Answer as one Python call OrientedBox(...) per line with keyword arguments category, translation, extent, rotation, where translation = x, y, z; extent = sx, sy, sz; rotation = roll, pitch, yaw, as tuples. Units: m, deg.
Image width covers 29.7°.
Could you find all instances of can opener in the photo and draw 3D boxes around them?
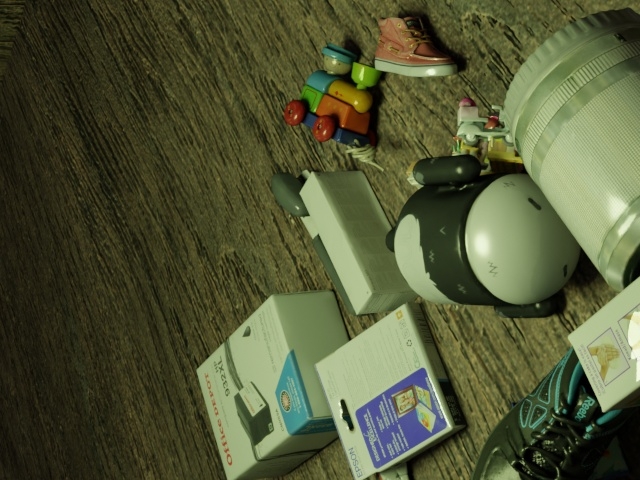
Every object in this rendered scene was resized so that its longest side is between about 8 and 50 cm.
OrientedBox(category="can opener", translation=(0.000, 0.000, 1.951), extent=(0.283, 0.095, 0.076), rotation=(61, 139, 34))

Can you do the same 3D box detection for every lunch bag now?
OrientedBox(category="lunch bag", translation=(0.300, 0.254, 1.530), extent=(0.151, 0.096, 0.129), rotation=(139, 119, -65))

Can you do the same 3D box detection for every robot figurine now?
OrientedBox(category="robot figurine", translation=(0.210, -0.001, 1.575), extent=(0.278, 0.209, 0.174), rotation=(-4, 72, 57))

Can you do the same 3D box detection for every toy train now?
OrientedBox(category="toy train", translation=(0.057, -0.209, 1.862), extent=(0.248, 0.105, 0.143), rotation=(33, 106, 50))

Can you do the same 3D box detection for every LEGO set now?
OrientedBox(category="LEGO set", translation=(0.214, -0.138, 1.622), extent=(0.287, 0.132, 0.107), rotation=(137, 144, -76))

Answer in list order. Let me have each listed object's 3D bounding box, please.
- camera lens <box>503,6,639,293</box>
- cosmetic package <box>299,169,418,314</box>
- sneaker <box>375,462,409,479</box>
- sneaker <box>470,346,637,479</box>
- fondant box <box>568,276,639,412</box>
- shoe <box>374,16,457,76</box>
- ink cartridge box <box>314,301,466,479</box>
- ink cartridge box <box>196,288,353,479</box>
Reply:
OrientedBox(category="camera lens", translation=(0.350, -0.088, 1.311), extent=(0.274, 0.219, 0.219), rotation=(61, 138, 34))
OrientedBox(category="cosmetic package", translation=(0.059, 0.000, 1.861), extent=(0.060, 0.098, 0.239), rotation=(-56, 48, 41))
OrientedBox(category="sneaker", translation=(0.118, 0.395, 1.851), extent=(0.065, 0.061, 0.158), rotation=(116, 146, -68))
OrientedBox(category="sneaker", translation=(0.274, 0.213, 1.388), extent=(0.125, 0.139, 0.341), rotation=(32, 91, 13))
OrientedBox(category="fondant box", translation=(0.436, 0.042, 1.175), extent=(0.330, 0.238, 0.096), rotation=(-52, 51, 44))
OrientedBox(category="shoe", translation=(0.136, -0.284, 1.757), extent=(0.178, 0.063, 0.081), rotation=(23, 116, 58))
OrientedBox(category="ink cartridge box", translation=(0.101, 0.231, 1.822), extent=(0.208, 0.045, 0.206), rotation=(-37, 62, 34))
OrientedBox(category="ink cartridge box", translation=(-0.071, 0.251, 2.042), extent=(0.307, 0.129, 0.223), rotation=(-45, 56, 48))
